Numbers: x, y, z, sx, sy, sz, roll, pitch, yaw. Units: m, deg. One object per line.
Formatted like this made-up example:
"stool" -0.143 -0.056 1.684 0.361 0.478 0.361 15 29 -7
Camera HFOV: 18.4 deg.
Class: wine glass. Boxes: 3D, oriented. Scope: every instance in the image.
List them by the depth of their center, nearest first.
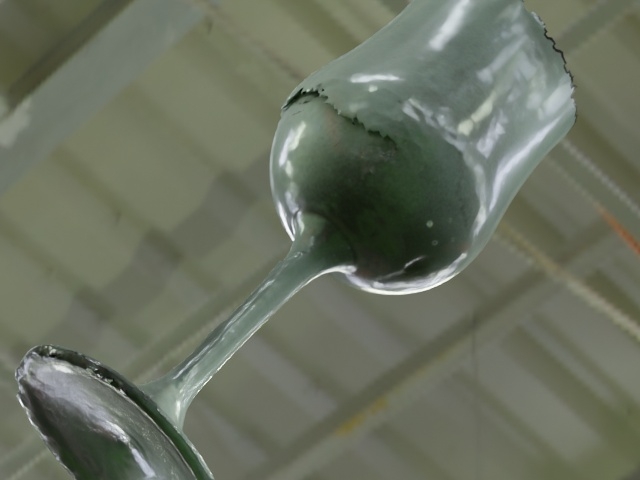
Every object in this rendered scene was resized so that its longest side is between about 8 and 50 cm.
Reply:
"wine glass" 0.000 0.000 0.606 0.079 0.195 0.079 30 -34 23
